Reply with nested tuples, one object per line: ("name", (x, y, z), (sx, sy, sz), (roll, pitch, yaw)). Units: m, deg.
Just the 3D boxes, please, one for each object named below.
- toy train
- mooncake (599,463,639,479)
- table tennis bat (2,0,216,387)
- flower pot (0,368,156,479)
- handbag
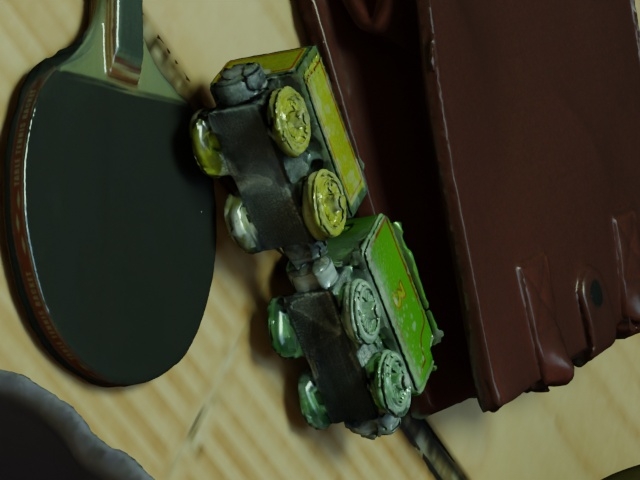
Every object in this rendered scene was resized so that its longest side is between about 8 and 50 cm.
("toy train", (0.000, 0.000, 0.916), (0.202, 0.060, 0.081), (69, 28, -26))
("mooncake", (0.286, 0.286, 0.939), (0.262, 0.467, 0.467), (62, 40, -31))
("table tennis bat", (-0.088, -0.046, 0.848), (0.130, 0.019, 0.220), (12, 74, -55))
("flower pot", (-0.118, 0.207, 0.576), (0.265, 0.265, 0.243), (-64, 142, -39))
("handbag", (0.103, -0.062, 1.068), (0.260, 0.084, 0.276), (-21, 101, -56))
